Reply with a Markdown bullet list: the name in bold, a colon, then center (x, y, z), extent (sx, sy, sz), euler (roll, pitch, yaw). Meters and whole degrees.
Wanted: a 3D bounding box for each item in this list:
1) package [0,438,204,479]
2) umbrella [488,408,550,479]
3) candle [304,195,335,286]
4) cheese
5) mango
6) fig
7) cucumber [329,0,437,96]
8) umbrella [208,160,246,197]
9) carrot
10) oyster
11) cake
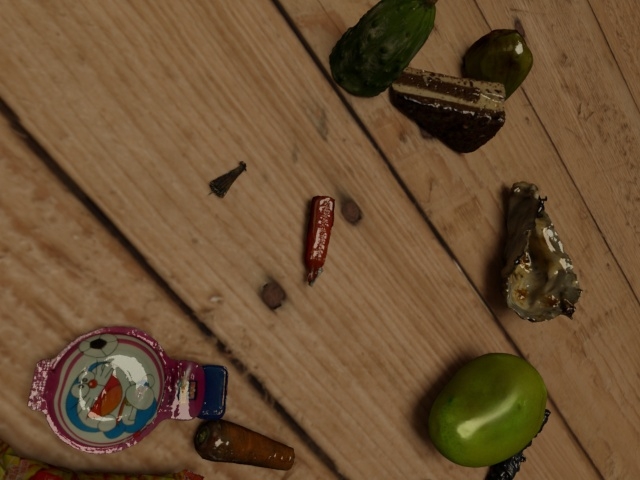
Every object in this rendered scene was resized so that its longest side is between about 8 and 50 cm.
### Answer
- **package**: center (-0.295, 0.352, 0.487), extent (0.288, 0.108, 0.223), euler (35, 61, -31)
- **umbrella**: center (0.426, 0.443, 0.945), extent (0.080, 0.071, 0.224), euler (36, 69, 7)
- **candle**: center (0.000, 0.000, 0.744), extent (0.053, 0.048, 0.162), euler (22, 72, -46)
- **cheese**: center (-0.232, 0.191, 0.561), extent (0.244, 0.062, 0.155), euler (17, 61, -33)
- **mango**: center (0.325, 0.335, 0.846), extent (0.273, 0.149, 0.185), euler (-30, 107, -25)
- **fig**: center (0.413, -0.405, 1.014), extent (0.144, 0.154, 0.166), euler (-20, 126, -46)
- **cucumber**: center (0.121, -0.357, 0.755), extent (0.134, 0.244, 0.134), euler (3, 83, -25)
- **umbrella**: center (-0.146, -0.096, 0.684), extent (0.031, 0.020, 0.083), euler (50, 57, -17)
- **carrot**: center (-0.107, 0.306, 0.638), extent (0.161, 0.055, 0.055), euler (30, 69, -28)
- **oyster**: center (0.481, 0.019, 0.993), extent (0.197, 0.133, 0.337), euler (9, 77, -29)
- **cake**: center (0.262, -0.281, 0.949), extent (0.246, 0.135, 0.112), euler (10, 64, -1)
